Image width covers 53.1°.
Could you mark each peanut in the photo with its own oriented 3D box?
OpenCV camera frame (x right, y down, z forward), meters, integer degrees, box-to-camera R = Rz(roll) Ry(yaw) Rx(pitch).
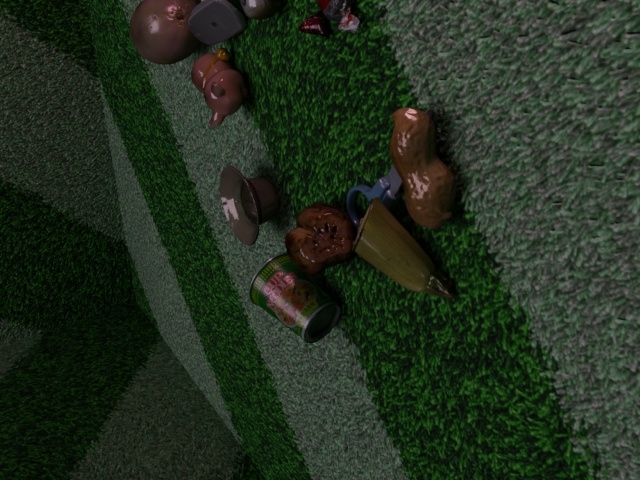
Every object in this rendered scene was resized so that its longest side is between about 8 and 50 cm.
[{"bbox_3d":[0.209,-0.148,1.314,0.117,0.101,0.263,-15,104,27],"label":"peanut"}]

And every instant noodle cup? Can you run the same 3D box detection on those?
[{"bbox_3d":[-0.064,0.178,1.913,0.233,0.207,0.207,39,138,32],"label":"instant noodle cup"}]

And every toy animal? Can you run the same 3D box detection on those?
[{"bbox_3d":[-0.318,-0.494,1.995,0.165,0.149,0.248,84,163,-51],"label":"toy animal"}]

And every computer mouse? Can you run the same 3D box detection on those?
[{"bbox_3d":[-0.310,-0.664,1.917,0.231,0.079,0.128,-2,144,46],"label":"computer mouse"}]

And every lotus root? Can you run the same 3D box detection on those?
[{"bbox_3d":[-0.006,-0.007,1.696,0.291,0.193,0.193,166,86,-79],"label":"lotus root"}]

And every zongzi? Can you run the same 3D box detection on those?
[{"bbox_3d":[-0.003,-0.531,1.539,0.083,0.067,0.073,23,115,31],"label":"zongzi"}]

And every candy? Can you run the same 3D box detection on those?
[{"bbox_3d":[0.016,-0.586,1.452,0.086,0.059,0.292,-40,72,56],"label":"candy"}]

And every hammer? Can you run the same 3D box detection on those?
[{"bbox_3d":[-0.128,-0.683,1.570,0.305,0.113,0.201,-9,101,65],"label":"hammer"}]

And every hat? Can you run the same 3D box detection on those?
[{"bbox_3d":[-0.205,-0.122,2.014,0.257,0.130,0.257,36,135,47],"label":"hat"}]

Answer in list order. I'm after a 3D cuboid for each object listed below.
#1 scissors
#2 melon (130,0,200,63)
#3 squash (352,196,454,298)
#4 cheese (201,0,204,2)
[{"bbox_3d":[0.171,-0.141,1.470,0.192,0.029,0.447,58,148,22],"label":"scissors"},{"bbox_3d":[-0.504,-0.700,2.106,0.317,0.223,0.222,-2,104,59],"label":"melon"},{"bbox_3d":[0.176,0.049,1.457,0.287,0.137,0.137,49,146,10],"label":"squash"},{"bbox_3d":[-0.341,-0.833,1.922,0.127,0.054,0.251,-1,105,56],"label":"cheese"}]
